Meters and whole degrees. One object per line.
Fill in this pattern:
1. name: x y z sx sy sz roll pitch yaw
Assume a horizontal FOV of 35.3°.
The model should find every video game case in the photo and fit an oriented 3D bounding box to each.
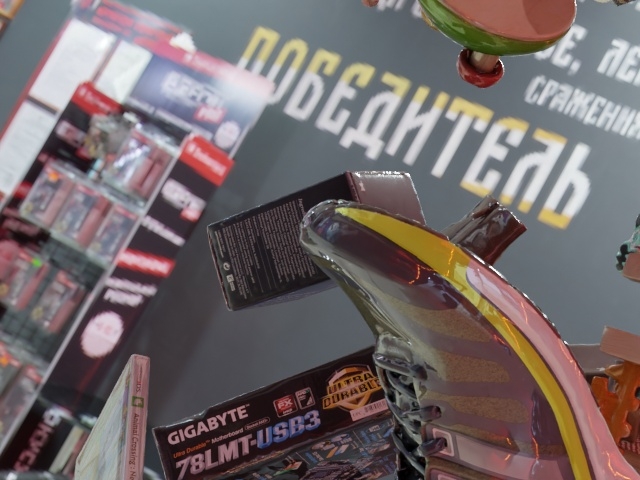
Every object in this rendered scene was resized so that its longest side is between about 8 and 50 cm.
1. video game case: -0.221 0.253 1.028 0.023 0.212 0.193 16 42 -20

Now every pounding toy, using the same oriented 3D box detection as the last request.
1. pounding toy: 0.133 -0.238 1.039 0.237 0.183 0.110 11 -41 -14

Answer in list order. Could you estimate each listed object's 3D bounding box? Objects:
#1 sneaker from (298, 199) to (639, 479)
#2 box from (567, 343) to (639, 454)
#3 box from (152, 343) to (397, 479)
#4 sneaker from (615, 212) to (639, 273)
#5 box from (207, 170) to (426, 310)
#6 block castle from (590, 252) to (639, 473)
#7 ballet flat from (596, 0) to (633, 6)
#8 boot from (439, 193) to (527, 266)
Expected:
1. sneaker: 0.076 0.111 0.493 0.300 0.121 0.111 54 -9 -9
2. box: 0.398 0.229 1.439 0.381 0.143 0.191 -6 5 27
3. box: 0.021 0.189 0.991 0.295 0.293 0.073 63 9 -66
4. sneaker: 0.452 0.009 1.377 0.069 0.098 0.038 13 27 -23
5. box: 0.000 0.000 1.175 0.207 0.108 0.153 -19 -7 31
6. block castle: 0.437 0.109 1.083 0.213 0.453 0.303 18 -1 26
7. ballet flat: 0.477 -0.444 1.734 0.070 0.070 0.188 31 10 -26
8. boot: 0.195 0.015 1.535 0.090 0.207 0.248 40 4 -26
